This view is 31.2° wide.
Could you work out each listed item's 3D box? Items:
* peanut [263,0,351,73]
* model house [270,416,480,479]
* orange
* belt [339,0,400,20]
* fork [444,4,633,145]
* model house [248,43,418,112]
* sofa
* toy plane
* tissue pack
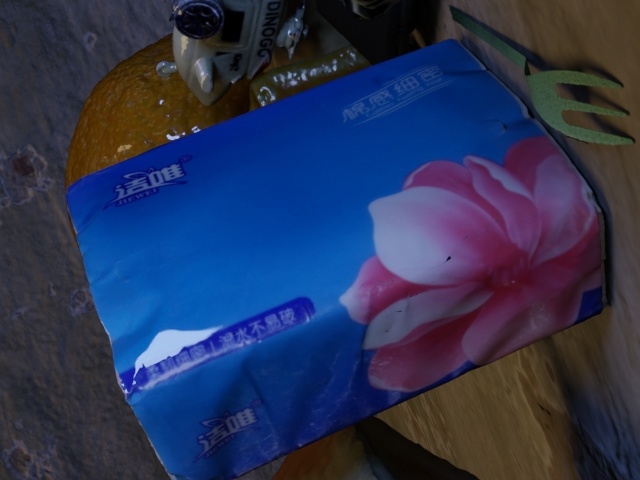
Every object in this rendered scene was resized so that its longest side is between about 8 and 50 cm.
[{"bbox_3d":[-0.024,-0.215,0.916,0.256,0.124,0.123,59,179,-21],"label":"peanut"},{"bbox_3d":[0.057,0.315,0.789,0.312,0.280,0.245,34,-176,-18],"label":"model house"},{"bbox_3d":[-0.080,-0.027,1.122,0.322,0.322,0.356,-121,13,-62],"label":"orange"},{"bbox_3d":[0.007,-0.215,0.355,0.207,0.161,0.295,47,-166,-47],"label":"belt"},{"bbox_3d":[0.101,-0.095,0.616,0.235,0.021,0.039,-123,15,-64],"label":"fork"},{"bbox_3d":[0.002,-0.016,0.868,0.173,0.268,0.239,-87,-18,-75],"label":"model house"},{"bbox_3d":[0.041,-0.178,0.764,0.085,0.060,0.147,49,170,15],"label":"sofa"},{"bbox_3d":[-0.047,-0.204,0.805,0.286,0.108,0.092,109,164,-44],"label":"toy plane"},{"bbox_3d":[0.000,0.000,0.673,0.209,0.270,0.137,-117,6,-50],"label":"tissue pack"}]
